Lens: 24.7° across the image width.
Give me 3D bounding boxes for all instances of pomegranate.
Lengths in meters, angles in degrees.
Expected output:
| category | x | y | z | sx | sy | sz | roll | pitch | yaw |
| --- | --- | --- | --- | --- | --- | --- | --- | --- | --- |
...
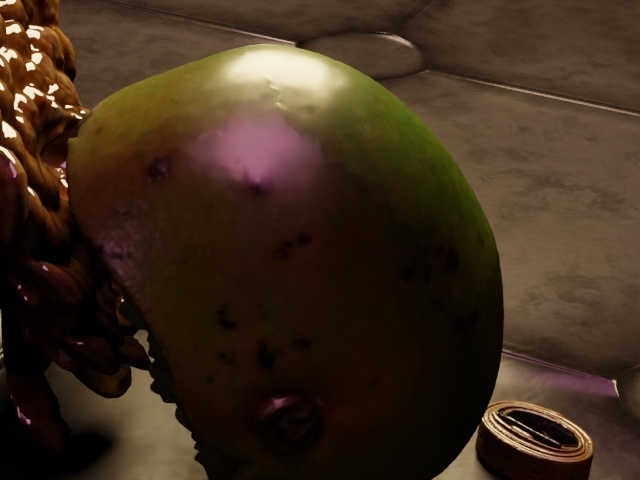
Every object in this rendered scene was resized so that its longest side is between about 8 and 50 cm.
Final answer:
| category | x | y | z | sx | sy | sz | roll | pitch | yaw |
| --- | --- | --- | --- | --- | --- | --- | --- | --- | --- |
| pomegranate | 0.000 | 0.000 | 0.927 | 0.216 | 0.310 | 0.358 | -22 | 29 | 16 |

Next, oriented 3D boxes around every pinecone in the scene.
| category | x | y | z | sx | sy | sz | roll | pitch | yaw |
| --- | --- | --- | --- | --- | --- | --- | --- | --- | --- |
| pinecone | -0.305 | -0.003 | 0.952 | 0.384 | 0.384 | 0.384 | 2 | 29 | -1 |

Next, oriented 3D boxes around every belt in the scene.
| category | x | y | z | sx | sy | sz | roll | pitch | yaw |
| --- | --- | --- | --- | --- | --- | --- | --- | --- | --- |
| belt | 0.148 | 0.139 | 0.997 | 0.083 | 0.036 | 0.059 | 25 | 35 | 31 |
